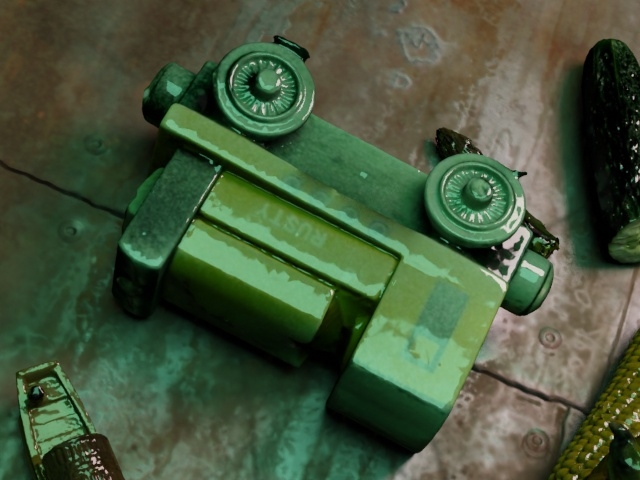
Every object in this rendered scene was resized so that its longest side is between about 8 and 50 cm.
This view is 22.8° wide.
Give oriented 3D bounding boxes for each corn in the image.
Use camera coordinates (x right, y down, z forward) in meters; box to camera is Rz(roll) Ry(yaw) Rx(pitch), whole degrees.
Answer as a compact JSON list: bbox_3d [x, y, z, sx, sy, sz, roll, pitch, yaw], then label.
[{"bbox_3d":[0.290,0.153,1.390,0.106,0.106,0.293,34,60,5],"label":"corn"}]

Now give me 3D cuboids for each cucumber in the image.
[{"bbox_3d":[0.292,-0.098,1.544,0.075,0.074,0.241,3,60,-13],"label":"cucumber"}]

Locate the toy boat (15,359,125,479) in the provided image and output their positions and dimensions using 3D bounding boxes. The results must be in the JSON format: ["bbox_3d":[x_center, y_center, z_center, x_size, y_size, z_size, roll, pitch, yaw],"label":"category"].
[{"bbox_3d":[-0.184,0.196,1.249,0.068,0.088,0.226,-17,68,-22],"label":"toy boat"}]

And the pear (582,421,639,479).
[{"bbox_3d":[0.274,0.293,1.180,0.287,0.287,0.375,-31,112,-27],"label":"pear"}]

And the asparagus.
[{"bbox_3d":[0.165,-0.047,1.508,0.036,0.030,0.165,-38,77,-4],"label":"asparagus"}]

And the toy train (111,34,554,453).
[{"bbox_3d":[0.000,0.000,1.372,0.397,0.160,0.253,28,65,1],"label":"toy train"}]
